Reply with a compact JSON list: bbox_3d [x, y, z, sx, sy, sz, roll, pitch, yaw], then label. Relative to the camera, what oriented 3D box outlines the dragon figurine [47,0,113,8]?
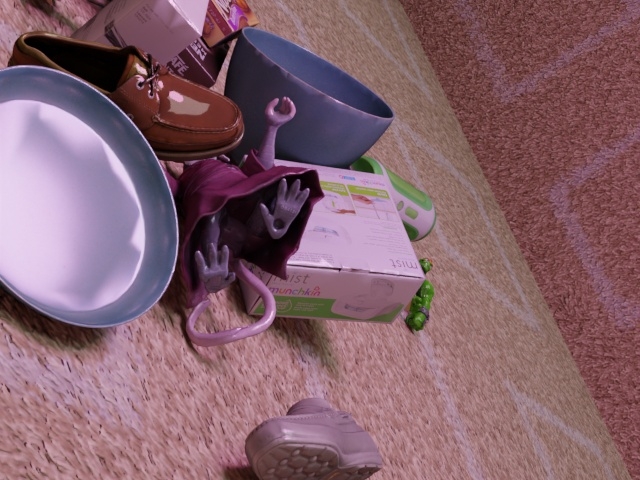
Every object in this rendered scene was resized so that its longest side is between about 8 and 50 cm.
[{"bbox_3d":[-0.390,-0.411,1.659,0.289,0.085,0.144,35,16,10],"label":"dragon figurine"}]

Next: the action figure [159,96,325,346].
[{"bbox_3d":[-0.127,-0.051,1.591,0.370,0.248,0.276,-142,-133,-63],"label":"action figure"}]

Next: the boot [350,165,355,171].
[{"bbox_3d":[0.010,-0.132,2.212,0.305,0.112,0.115,59,8,15],"label":"boot"}]

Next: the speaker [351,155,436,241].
[{"bbox_3d":[0.141,-0.086,2.416,0.296,0.131,0.131,27,34,-55],"label":"speaker"}]

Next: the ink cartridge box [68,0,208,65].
[{"bbox_3d":[-0.267,-0.284,1.569,0.092,0.219,0.160,47,21,-25],"label":"ink cartridge box"}]

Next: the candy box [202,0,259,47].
[{"bbox_3d":[-0.172,-0.389,1.870,0.109,0.053,0.187,56,16,-6],"label":"candy box"}]

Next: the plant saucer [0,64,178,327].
[{"bbox_3d":[-0.293,-0.046,1.270,0.317,0.043,0.318,29,49,-39],"label":"plant saucer"}]

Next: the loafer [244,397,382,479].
[{"bbox_3d":[-0.018,0.264,1.473,0.111,0.112,0.319,59,10,24],"label":"loafer"}]

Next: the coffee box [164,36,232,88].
[{"bbox_3d":[-0.249,-0.338,1.865,0.168,0.118,0.297,50,19,-20],"label":"coffee box"}]

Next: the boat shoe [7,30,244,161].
[{"bbox_3d":[-0.240,-0.183,1.409,0.307,0.104,0.111,9,49,-13],"label":"boat shoe"}]

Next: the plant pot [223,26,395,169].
[{"bbox_3d":[-0.049,-0.199,1.868,0.290,0.195,0.290,28,18,-10],"label":"plant pot"}]

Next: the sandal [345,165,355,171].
[{"bbox_3d":[-0.022,-0.103,2.007,0.107,0.167,0.446,79,-15,-66],"label":"sandal"}]

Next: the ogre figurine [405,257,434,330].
[{"bbox_3d":[0.172,0.075,2.288,0.197,0.097,0.118,42,36,5],"label":"ogre figurine"}]

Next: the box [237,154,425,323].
[{"bbox_3d":[0.000,0.000,1.748,0.261,0.127,0.231,6,46,-30],"label":"box"}]
